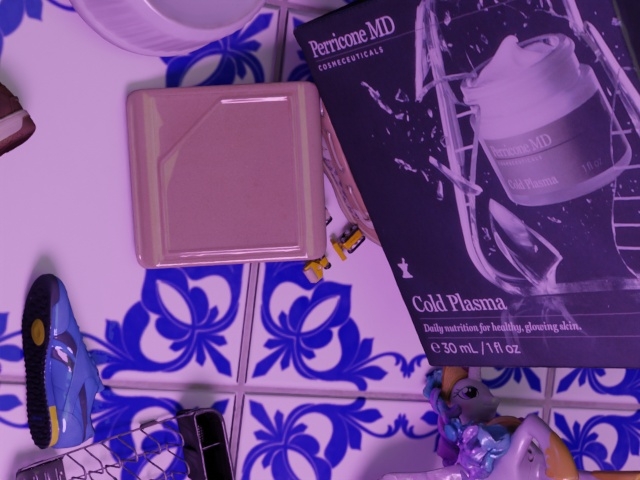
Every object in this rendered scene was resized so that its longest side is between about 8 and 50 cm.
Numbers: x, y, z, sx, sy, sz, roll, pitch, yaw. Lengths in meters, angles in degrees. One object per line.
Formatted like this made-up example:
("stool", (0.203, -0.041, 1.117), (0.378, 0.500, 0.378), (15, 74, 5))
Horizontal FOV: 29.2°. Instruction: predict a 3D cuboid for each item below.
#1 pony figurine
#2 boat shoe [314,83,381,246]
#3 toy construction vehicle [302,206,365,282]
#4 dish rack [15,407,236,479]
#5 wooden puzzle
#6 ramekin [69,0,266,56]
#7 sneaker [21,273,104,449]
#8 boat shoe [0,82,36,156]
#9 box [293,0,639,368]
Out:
("pony figurine", (0.226, 0.349, 1.618), (0.302, 0.363, 0.351), (13, 104, -35))
("boat shoe", (0.067, -0.085, 1.611), (0.285, 0.089, 0.105), (47, 73, -22))
("toy construction vehicle", (0.000, 0.000, 1.618), (0.098, 0.035, 0.086), (-47, 123, -14))
("dish rack", (-0.234, 0.330, 1.487), (0.271, 0.074, 0.208), (-15, 100, -32))
("wooden puzzle", (-0.114, -0.081, 1.519), (0.238, 0.044, 0.221), (-4, 96, -8))
("ramekin", (-0.165, -0.349, 1.430), (0.272, 0.127, 0.273), (-8, 103, -35))
("sneaker", (-0.302, 0.141, 1.455), (0.082, 0.069, 0.209), (-6, 97, -39))
("boat shoe", (-0.448, -0.099, 1.354), (0.257, 0.095, 0.095), (-33, 94, -28))
("box", (0.288, -0.120, 1.422), (0.297, 0.479, 0.472), (-29, 102, -35))
